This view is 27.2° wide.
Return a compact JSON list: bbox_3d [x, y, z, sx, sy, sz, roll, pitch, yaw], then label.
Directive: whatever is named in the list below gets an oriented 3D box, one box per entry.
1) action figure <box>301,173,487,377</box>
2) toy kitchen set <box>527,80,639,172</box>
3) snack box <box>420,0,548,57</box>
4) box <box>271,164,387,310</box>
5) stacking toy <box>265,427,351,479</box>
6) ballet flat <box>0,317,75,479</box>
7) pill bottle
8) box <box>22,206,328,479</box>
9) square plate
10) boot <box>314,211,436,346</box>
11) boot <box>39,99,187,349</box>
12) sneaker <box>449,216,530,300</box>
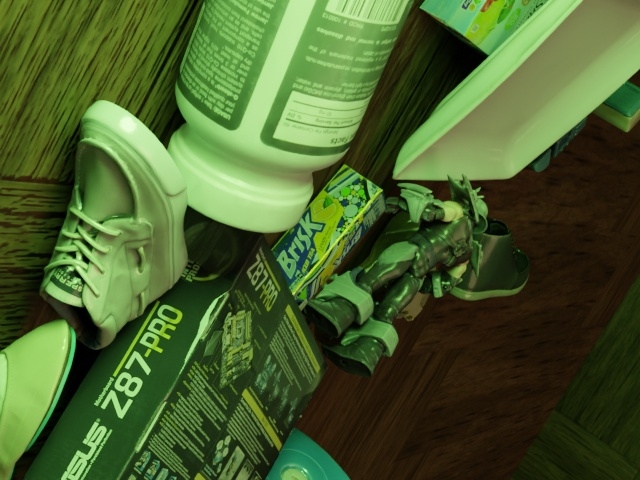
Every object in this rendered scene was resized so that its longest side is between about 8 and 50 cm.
[{"bbox_3d":[0.105,0.027,1.583,0.285,0.099,0.185,-41,131,-25],"label":"action figure"},{"bbox_3d":[0.362,-0.196,1.861,0.207,0.122,0.166,-46,155,-22],"label":"toy kitchen set"},{"bbox_3d":[0.215,-0.296,1.504,0.174,0.070,0.207,-57,159,9],"label":"snack box"},{"bbox_3d":[0.000,0.000,1.502,0.169,0.059,0.054,-50,157,-13],"label":"box"},{"bbox_3d":[-0.099,0.403,1.785,0.165,0.175,0.302,-34,163,-51],"label":"stacking toy"},{"bbox_3d":[-0.290,0.167,1.149,0.086,0.086,0.248,-13,135,-58],"label":"ballet flat"},{"bbox_3d":[-0.028,-0.157,1.107,0.162,0.162,0.278,-18,139,-55],"label":"pill bottle"},{"bbox_3d":[-0.130,0.185,1.392,0.318,0.097,0.395,-58,159,-16],"label":"box"},{"bbox_3d":[0.273,-0.196,1.597,0.347,0.049,0.344,-43,161,26],"label":"square plate"},{"bbox_3d":[0.080,0.077,1.746,0.213,0.077,0.165,-52,159,-14],"label":"boot"},{"bbox_3d":[-0.179,0.002,1.106,0.123,0.095,0.258,-52,159,-24],"label":"boot"},{"bbox_3d":[0.280,0.019,2.045,0.222,0.083,0.118,-16,135,-55],"label":"sneaker"}]
